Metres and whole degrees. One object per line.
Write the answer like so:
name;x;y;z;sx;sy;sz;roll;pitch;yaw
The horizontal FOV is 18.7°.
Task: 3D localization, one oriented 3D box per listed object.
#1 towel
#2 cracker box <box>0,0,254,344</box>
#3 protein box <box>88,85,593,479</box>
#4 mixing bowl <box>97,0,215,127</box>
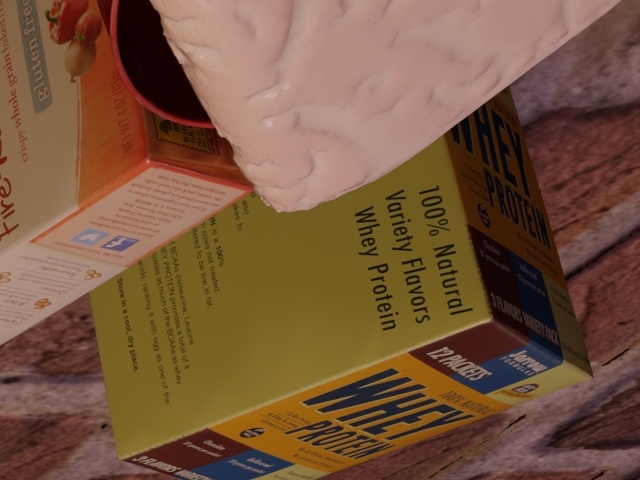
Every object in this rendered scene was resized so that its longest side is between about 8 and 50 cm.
towel;0.067;-0.173;0.640;0.317;0.053;0.332;-37;152;-4
cracker box;-0.141;-0.047;0.854;0.232;0.155;0.067;-31;151;35
protein box;0.000;0.000;0.979;0.201;0.199;0.136;-22;155;21
mixing bowl;-0.024;-0.141;0.739;0.181;0.098;0.181;-29;150;-18
